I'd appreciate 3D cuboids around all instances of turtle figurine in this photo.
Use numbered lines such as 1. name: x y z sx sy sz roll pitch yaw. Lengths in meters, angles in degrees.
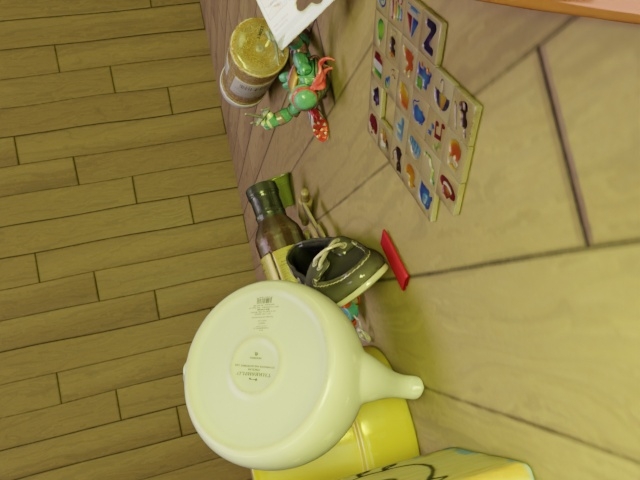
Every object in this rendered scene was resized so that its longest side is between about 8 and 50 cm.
1. turtle figurine: -0.042 -0.250 0.866 0.234 0.118 0.175 -90 17 -56

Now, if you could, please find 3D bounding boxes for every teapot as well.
1. teapot: -0.046 0.185 0.747 0.256 0.252 0.187 45 -179 33

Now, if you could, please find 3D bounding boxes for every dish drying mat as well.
1. dish drying mat: 0.097 0.025 0.733 0.032 0.008 0.083 92 163 -48

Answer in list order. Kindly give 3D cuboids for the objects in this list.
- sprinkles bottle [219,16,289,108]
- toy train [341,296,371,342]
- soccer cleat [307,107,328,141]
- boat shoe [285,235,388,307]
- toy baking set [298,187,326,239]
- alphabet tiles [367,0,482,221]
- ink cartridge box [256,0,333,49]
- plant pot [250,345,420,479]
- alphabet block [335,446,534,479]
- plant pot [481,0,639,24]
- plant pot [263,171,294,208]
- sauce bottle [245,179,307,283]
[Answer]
1. sprinkles bottle: -0.158 -0.387 1.256 0.355 0.121 0.121 -167 67 -76
2. toy train: 0.047 0.137 0.992 0.125 0.046 0.166 55 157 0
3. soccer cleat: -0.005 -0.206 0.951 0.083 0.029 0.035 67 -167 8
4. boat shoe: 0.004 0.041 0.867 0.095 0.112 0.335 49 168 -5
5. toy baking set: -0.003 -0.005 1.119 0.256 0.030 0.197 91 158 -65
6. alphabet tiles: 0.098 -0.143 0.582 0.237 0.009 0.198 -114 18 -45
7. ink cartridge box: -0.033 -0.392 0.693 0.189 0.066 0.232 -27 94 45
8. plant pot: 0.002 0.318 0.888 0.254 0.239 0.254 168 90 -77
9. alphabet block: 0.101 0.329 0.541 0.192 0.197 0.193 118 139 -70
10. plant pot: 0.063 -0.185 0.146 0.291 0.290 0.204 -126 44 -62
11. plant pot: -0.102 -0.116 1.368 0.083 0.083 0.079 -157 45 -75
12. sauce bottle: -0.069 0.039 1.164 0.111 0.111 0.344 119 134 -71
